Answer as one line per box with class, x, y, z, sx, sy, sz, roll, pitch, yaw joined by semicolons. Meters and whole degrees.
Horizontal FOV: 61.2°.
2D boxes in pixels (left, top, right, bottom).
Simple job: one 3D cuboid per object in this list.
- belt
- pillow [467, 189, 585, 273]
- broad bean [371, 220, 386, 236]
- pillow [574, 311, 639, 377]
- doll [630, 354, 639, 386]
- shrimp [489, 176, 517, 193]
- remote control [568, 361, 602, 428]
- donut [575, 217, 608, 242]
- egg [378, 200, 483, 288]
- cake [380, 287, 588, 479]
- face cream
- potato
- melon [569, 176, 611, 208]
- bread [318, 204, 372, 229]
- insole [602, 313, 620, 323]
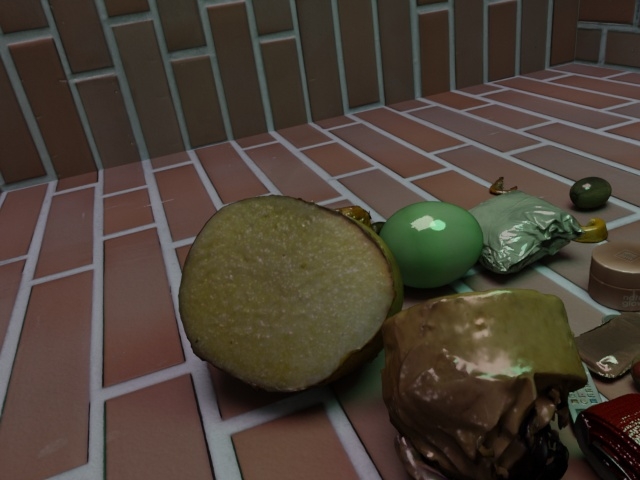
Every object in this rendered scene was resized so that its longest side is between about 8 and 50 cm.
belt;0.482;0.325;0.810;0.124;0.127;0.201;-15;29;-15
pillow;0.511;-0.025;1.474;0.284;0.138;0.310;-22;27;-8
broad bean;0.146;0.030;1.553;0.153;0.072;0.206;10;45;38
pillow;0.607;0.207;1.098;0.211;0.034;0.135;-18;24;-14
doll;0.673;0.245;0.863;0.174;0.235;0.329;28;23;-27
shrimp;0.634;-0.189;1.869;0.091;0.025;0.127;5;34;24
remote control;0.477;0.286;0.995;0.065;0.029;0.166;-3;32;8
donut;0.748;-0.031;1.517;0.108;0.043;0.097;-9;26;9
egg;0.277;0.010;1.374;0.270;0.220;0.220;-13;27;-12
cake;0.266;0.268;0.874;0.333;0.332;0.320;-5;65;6
face cream;0.701;0.079;1.245;0.149;0.104;0.149;-7;27;3
potato;-0.039;0.119;1.179;0.443;0.384;0.319;9;-4;17
melon;0.826;-0.146;1.653;0.131;0.097;0.098;-11;27;-13
bread;-0.005;-0.001;1.451;0.149;0.195;0.344;-20;12;-30
insole;0.649;0.217;1.104;0.080;0.003;0.232;-6;27;4
